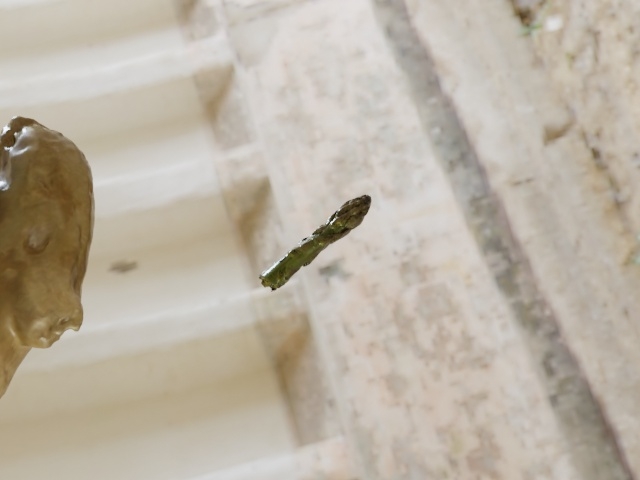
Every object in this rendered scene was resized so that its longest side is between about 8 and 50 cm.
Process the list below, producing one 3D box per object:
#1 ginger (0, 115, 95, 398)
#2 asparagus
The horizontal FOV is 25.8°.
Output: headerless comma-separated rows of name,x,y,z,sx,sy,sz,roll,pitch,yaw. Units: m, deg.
ginger,-0.197,0.071,0.555,0.131,0.294,0.086,37,170,50
asparagus,0.000,0.000,1.540,0.030,0.165,0.036,42,153,20
